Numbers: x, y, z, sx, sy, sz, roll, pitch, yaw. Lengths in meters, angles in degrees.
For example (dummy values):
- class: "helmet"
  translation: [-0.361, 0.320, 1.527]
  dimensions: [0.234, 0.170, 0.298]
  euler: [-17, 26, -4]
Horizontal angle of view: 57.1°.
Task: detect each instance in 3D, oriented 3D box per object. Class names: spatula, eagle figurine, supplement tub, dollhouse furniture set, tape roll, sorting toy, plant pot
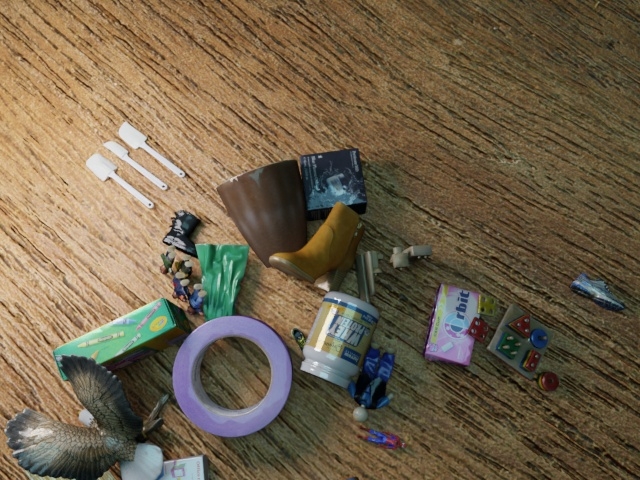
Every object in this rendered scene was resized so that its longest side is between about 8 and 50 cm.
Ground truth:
- class: "spatula"
  translation: [-0.503, -0.199, 1.605]
  dimensions: [0.242, 0.019, 0.168]
  euler: [38, 73, 10]
- class: "eagle figurine"
  translation: [-0.494, 0.411, 1.296]
  dimensions: [0.225, 0.298, 0.226]
  euler: [-15, 54, 19]
- class: "supplement tub"
  translation: [0.044, 0.236, 1.399]
  dimensions: [0.144, 0.144, 0.200]
  euler: [21, 76, 7]
- class: "dollhouse furniture set"
  translation: [0.184, 0.089, 1.452]
  dimensions: [0.151, 0.144, 0.123]
  euler: [-3, 79, -14]
- class: "tape roll"
  translation: [-0.203, 0.315, 1.391]
  dimensions: [0.274, 0.090, 0.275]
  euler: [0, 83, -1]
- class: "sorting toy"
  translation: [0.481, 0.235, 1.406]
  dimensions: [0.274, 0.046, 0.132]
  euler: [36, 72, -5]
- class: "plant pot"
  translation: [-0.121, -0.056, 1.470]
  dimensions: [0.215, 0.215, 0.231]
  euler: [-20, 89, -4]

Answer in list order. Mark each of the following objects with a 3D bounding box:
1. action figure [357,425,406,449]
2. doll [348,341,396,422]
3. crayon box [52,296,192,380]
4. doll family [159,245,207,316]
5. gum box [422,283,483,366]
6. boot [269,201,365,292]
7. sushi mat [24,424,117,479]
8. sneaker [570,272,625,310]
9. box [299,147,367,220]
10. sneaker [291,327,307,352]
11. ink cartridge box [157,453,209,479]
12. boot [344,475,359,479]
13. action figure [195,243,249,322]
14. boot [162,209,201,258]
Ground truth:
- class: "action figure"
  translation: [0.147, 0.470, 1.393]
  dimensions: [0.115, 0.030, 0.038]
  euler: [15, 70, 4]
- class: "doll"
  translation: [0.119, 0.344, 1.418]
  dimensions: [0.129, 0.046, 0.189]
  euler: [15, 77, 16]
- class: "crayon box"
  translation: [-0.462, 0.243, 1.401]
  dimensions: [0.278, 0.165, 0.081]
  euler: [-26, 75, -6]
- class: "doll family"
  translation: [-0.343, 0.107, 1.470]
  dimensions: [0.076, 0.111, 0.193]
  euler: [-5, 57, -34]
- class: "gum box"
  translation: [0.323, 0.213, 1.440]
  dimensions: [0.107, 0.062, 0.189]
  euler: [15, 75, 5]
- class: "boot"
  translation: [0.001, 0.000, 1.403]
  dimensions: [0.104, 0.295, 0.211]
  euler: [18, 83, 32]
- class: "sushi mat"
  translation: [-0.544, 0.605, 1.378]
  dimensions: [0.151, 0.019, 0.316]
  euler: [-43, 78, -11]
- class: "sneaker"
  translation: [0.697, 0.125, 1.462]
  dimensions: [0.135, 0.052, 0.058]
  euler: [31, 73, 9]
- class: "box"
  translation: [0.032, -0.146, 1.535]
  dimensions: [0.158, 0.093, 0.156]
  euler: [-8, 74, -2]
- class: "sneaker"
  translation: [-0.046, 0.251, 1.454]
  dimensions: [0.031, 0.035, 0.083]
  euler: [-40, 77, -8]
- class: "ink cartridge box"
  translation: [-0.324, 0.554, 1.369]
  dimensions: [0.122, 0.052, 0.089]
  euler: [-8, 74, -2]
- class: "boot"
  translation: [0.018, 0.630, 1.342]
  dimensions: [0.219, 0.082, 0.106]
  euler: [-26, 50, 4]
- class: "action figure"
  translation: [-0.249, 0.127, 1.481]
  dimensions: [0.137, 0.063, 0.232]
  euler: [1, 81, 0]
- class: "boot"
  translation: [-0.344, -0.018, 1.536]
  dimensions: [0.121, 0.045, 0.099]
  euler: [24, 71, 6]
